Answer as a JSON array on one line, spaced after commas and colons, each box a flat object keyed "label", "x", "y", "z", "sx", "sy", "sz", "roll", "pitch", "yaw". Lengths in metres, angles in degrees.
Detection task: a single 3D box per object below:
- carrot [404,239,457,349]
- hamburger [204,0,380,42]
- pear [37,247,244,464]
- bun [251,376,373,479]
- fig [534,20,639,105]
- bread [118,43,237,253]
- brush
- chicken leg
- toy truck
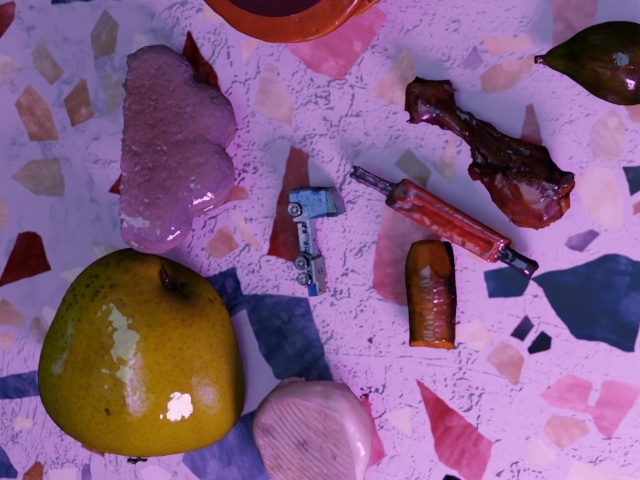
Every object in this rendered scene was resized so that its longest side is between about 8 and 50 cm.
[{"label": "carrot", "x": 0.168, "y": 0.085, "z": 1.521, "sx": 0.082, "sy": 0.082, "sz": 0.173, "roll": -2, "pitch": 94, "yaw": 21}, {"label": "hamburger", "x": -0.032, "y": -0.453, "z": 1.412, "sx": 0.330, "sy": 0.250, "sz": 0.330, "roll": 10, "pitch": 122, "yaw": 16}, {"label": "pear", "x": -0.304, "y": 0.167, "z": 1.633, "sx": 0.342, "sy": 0.238, "sz": 0.318, "roll": 14, "pitch": 111, "yaw": 19}, {"label": "bun", "x": -0.005, "y": 0.310, "z": 1.602, "sx": 0.210, "sy": 0.116, "sz": 0.237, "roll": 33, "pitch": 123, "yaw": 11}, {"label": "fig", "x": 0.383, "y": -0.253, "z": 1.386, "sx": 0.177, "sy": 0.117, "sz": 0.117, "roll": 22, "pitch": 106, "yaw": 39}, {"label": "bread", "x": -0.226, "y": -0.146, "z": 1.597, "sx": 0.183, "sy": 0.102, "sz": 0.337, "roll": 2, "pitch": 78, "yaw": -5}, {"label": "brush", "x": 0.183, "y": -0.037, "z": 1.504, "sx": 0.323, "sy": 0.070, "sz": 0.051, "roll": 29, "pitch": 103, "yaw": 16}, {"label": "chicken leg", "x": 0.243, "y": -0.137, "z": 1.464, "sx": 0.113, "sy": 0.093, "sz": 0.304, "roll": -46, "pitch": 72, "yaw": 3}, {"label": "toy truck", "x": 0.000, "y": 0.000, "z": 1.579, "sx": 0.081, "sy": 0.067, "sz": 0.175, "roll": -4, "pitch": 96, "yaw": 20}]
